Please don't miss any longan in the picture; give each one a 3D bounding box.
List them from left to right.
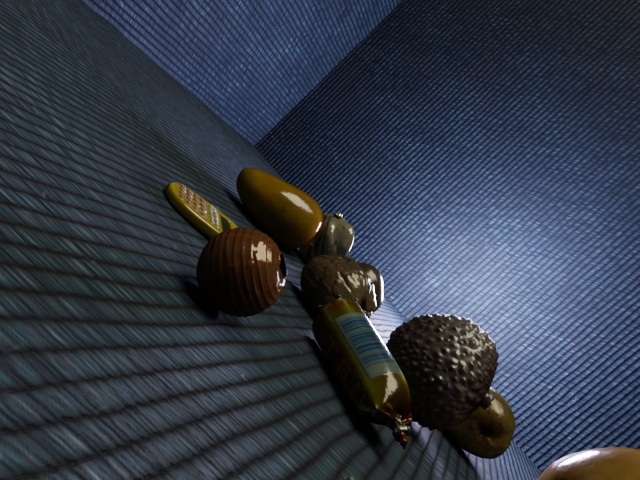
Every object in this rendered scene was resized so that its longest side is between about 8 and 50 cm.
[{"bbox_3d":[0.140,0.166,1.588,0.187,0.167,0.167,59,0,-29],"label":"longan"}]

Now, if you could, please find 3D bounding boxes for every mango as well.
[{"bbox_3d":[-0.126,-0.103,1.450,0.317,0.173,0.211,38,8,-16],"label":"mango"}]

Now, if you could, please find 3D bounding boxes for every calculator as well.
[{"bbox_3d":[-0.225,-0.038,0.978,0.235,0.032,0.146,42,8,-27],"label":"calculator"}]

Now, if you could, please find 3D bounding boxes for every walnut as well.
[{"bbox_3d":[0.036,0.118,1.189,0.178,0.178,0.230,42,2,-39],"label":"walnut"}]

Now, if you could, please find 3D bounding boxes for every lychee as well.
[{"bbox_3d":[0.287,0.304,1.132,0.300,0.300,0.300,46,6,-6],"label":"lychee"}]

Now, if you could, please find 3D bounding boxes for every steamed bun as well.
[{"bbox_3d":[0.001,-0.002,1.599,0.144,0.211,0.218,15,23,-27],"label":"steamed bun"}]

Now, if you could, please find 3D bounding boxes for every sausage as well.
[{"bbox_3d":[0.088,0.254,0.888,0.317,0.117,0.125,-122,-168,-48],"label":"sausage"}]

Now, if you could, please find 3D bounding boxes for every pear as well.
[{"bbox_3d":[0.448,0.505,1.345,0.228,0.188,0.211,47,-6,-4],"label":"pear"}]

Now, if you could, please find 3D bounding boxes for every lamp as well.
[{"bbox_3d":[-0.116,0.047,0.699,0.136,0.136,0.136,46,6,-6],"label":"lamp"}]

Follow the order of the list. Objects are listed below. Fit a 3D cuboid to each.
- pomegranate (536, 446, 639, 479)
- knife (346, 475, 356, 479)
[{"bbox_3d":[0.514,0.535,0.732,0.411,0.411,0.411,46,6,-6],"label":"pomegranate"},{"bbox_3d":[0.082,0.360,0.553,0.078,0.022,0.166,35,10,-35],"label":"knife"}]
